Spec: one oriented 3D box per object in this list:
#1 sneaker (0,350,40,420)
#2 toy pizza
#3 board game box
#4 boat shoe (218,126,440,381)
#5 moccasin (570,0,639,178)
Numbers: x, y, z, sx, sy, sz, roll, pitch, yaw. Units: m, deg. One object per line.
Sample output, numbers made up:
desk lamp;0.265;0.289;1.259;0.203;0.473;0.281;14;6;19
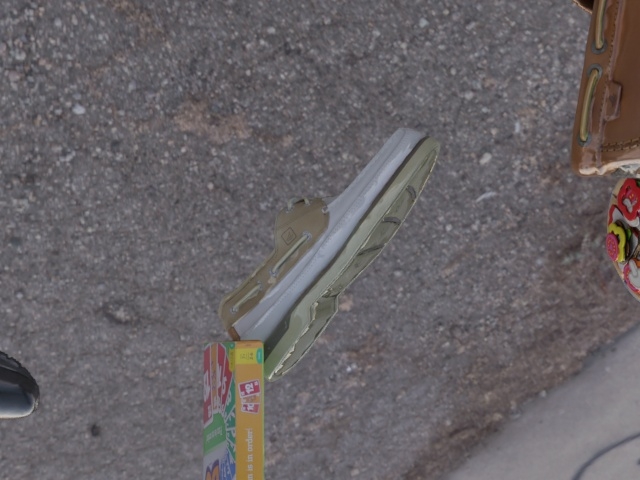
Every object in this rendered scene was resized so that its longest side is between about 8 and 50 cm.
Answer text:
sneaker;-0.456;0.180;0.742;0.286;0.130;0.109;8;130;-21
toy pizza;0.449;-0.003;0.970;0.032;0.201;0.201;-8;134;-7
board game box;-0.085;0.227;0.665;0.039;0.260;0.124;0;172;-23
boat shoe;0.000;0.000;0.714;0.302;0.103;0.113;-53;163;9
moccasin;0.275;-0.243;0.625;0.146;0.380;0.139;-1;177;34
